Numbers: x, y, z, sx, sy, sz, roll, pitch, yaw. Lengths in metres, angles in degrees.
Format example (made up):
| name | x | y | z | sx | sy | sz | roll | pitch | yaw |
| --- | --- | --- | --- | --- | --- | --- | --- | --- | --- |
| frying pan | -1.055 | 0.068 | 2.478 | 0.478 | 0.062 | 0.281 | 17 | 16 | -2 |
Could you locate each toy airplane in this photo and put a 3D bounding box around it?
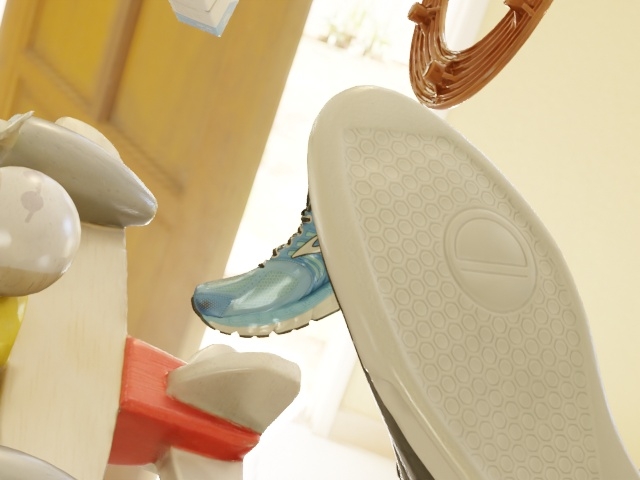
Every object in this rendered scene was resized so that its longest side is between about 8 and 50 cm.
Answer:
| name | x | y | z | sx | sy | sz | roll | pitch | yaw |
| --- | --- | --- | --- | --- | --- | --- | --- | --- | --- |
| toy airplane | -0.196 | 0.070 | 1.002 | 0.386 | 0.272 | 0.384 | 39 | 45 | 25 |

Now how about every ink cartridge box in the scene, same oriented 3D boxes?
| name | x | y | z | sx | sy | sz | roll | pitch | yaw |
| --- | --- | --- | --- | --- | --- | --- | --- | --- | --- |
| ink cartridge box | -0.132 | -0.318 | 1.666 | 0.060 | 0.104 | 0.180 | 25 | -8 | 9 |

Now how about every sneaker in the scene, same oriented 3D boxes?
| name | x | y | z | sx | sy | sz | roll | pitch | yaw |
| --- | --- | --- | --- | --- | --- | --- | --- | --- | --- |
| sneaker | 0.000 | 0.000 | 0.808 | 0.162 | 0.073 | 0.063 | -23 | 12 | 2 |
| sneaker | 0.048 | 0.090 | 0.581 | 0.104 | 0.147 | 0.295 | -25 | 85 | -36 |

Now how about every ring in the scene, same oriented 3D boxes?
| name | x | y | z | sx | sy | sz | roll | pitch | yaw |
| --- | --- | --- | --- | --- | --- | --- | --- | --- | --- |
| ring | 0.167 | -0.282 | 1.366 | 0.032 | 0.336 | 0.336 | 25 | 18 | -18 |

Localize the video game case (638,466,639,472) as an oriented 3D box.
| name | x | y | z | sx | sy | sz | roll | pitch | yaw |
| --- | --- | --- | --- | --- | --- | --- | --- | --- | --- |
| video game case | 0.370 | 0.195 | 1.215 | 0.190 | 0.173 | 0.022 | 35 | 0 | -19 |
